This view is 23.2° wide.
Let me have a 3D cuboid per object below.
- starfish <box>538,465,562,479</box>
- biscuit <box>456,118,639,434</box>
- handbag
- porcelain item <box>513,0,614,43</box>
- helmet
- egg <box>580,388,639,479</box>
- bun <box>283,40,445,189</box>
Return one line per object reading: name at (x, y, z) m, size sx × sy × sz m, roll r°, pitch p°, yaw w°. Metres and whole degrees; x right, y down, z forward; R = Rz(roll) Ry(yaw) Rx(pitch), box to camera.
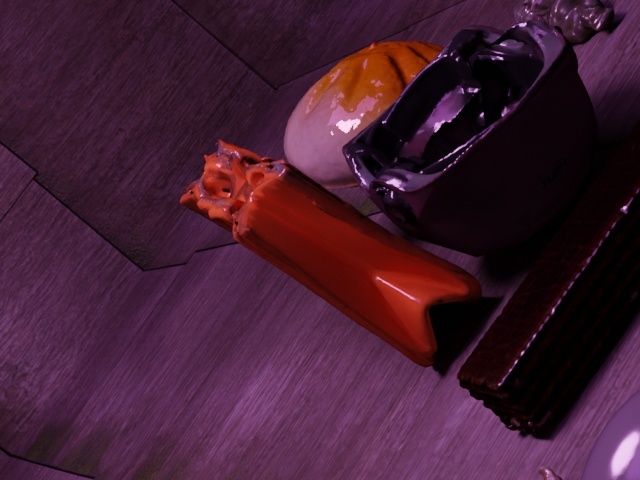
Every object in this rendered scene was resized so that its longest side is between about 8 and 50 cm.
starfish at (0.133, 0.290, 1.218) m, size 0.236 × 0.062 × 0.277 m, roll -52°, pitch 17°, yaw -2°
biscuit at (0.272, 0.008, 1.462) m, size 0.388 × 0.073 × 0.107 m, roll -54°, pitch 14°, yaw -9°
handbag at (0.000, 0.000, 1.823) m, size 0.116 × 0.303 × 0.410 m, roll -56°, pitch 15°, yaw -2°
porcelain item at (0.327, -0.296, 2.053) m, size 0.081 × 0.069 × 0.215 m, roll -46°, pitch 20°, yaw 0°
helmet at (0.187, -0.093, 1.707) m, size 0.271 × 0.197 × 0.338 m, roll -45°, pitch 22°, yaw -11°
egg at (0.243, 0.170, 1.018) m, size 0.199 × 0.146 × 0.146 m, roll -57°, pitch 15°, yaw 0°
bun at (0.090, -0.178, 2.033) m, size 0.299 × 0.165 × 0.299 m, roll -12°, pitch 10°, yaw 2°
